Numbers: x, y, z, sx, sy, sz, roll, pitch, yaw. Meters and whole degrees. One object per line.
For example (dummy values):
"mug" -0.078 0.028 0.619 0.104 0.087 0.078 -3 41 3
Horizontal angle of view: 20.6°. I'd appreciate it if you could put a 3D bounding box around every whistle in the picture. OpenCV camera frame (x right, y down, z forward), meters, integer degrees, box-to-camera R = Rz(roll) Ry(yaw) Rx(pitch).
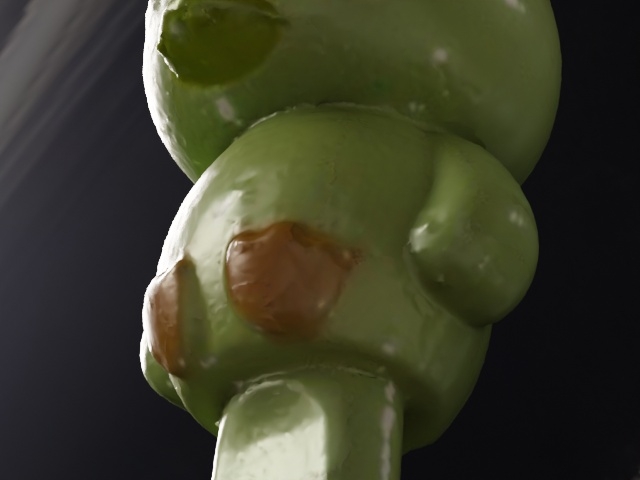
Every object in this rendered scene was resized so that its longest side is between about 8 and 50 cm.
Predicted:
"whistle" -0.006 -0.008 0.515 0.141 0.141 0.294 -11 -141 28
